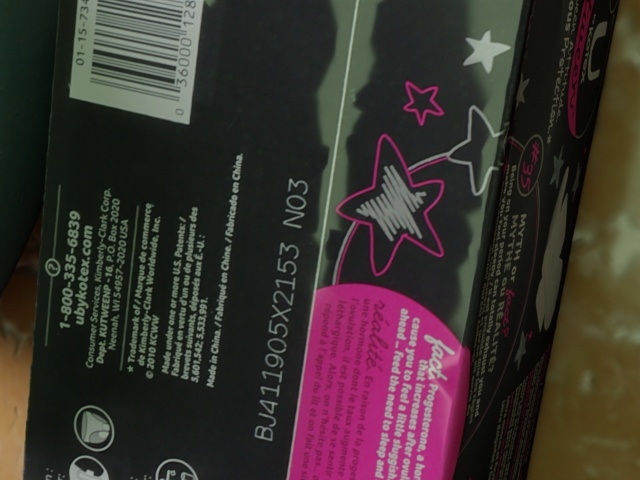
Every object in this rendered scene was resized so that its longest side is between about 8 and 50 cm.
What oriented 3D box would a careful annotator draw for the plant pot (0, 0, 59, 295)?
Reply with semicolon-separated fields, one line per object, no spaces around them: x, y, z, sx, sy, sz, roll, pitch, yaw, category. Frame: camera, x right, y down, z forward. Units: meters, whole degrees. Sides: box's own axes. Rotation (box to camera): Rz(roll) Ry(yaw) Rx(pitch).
-0.204;-0.088;0.488;0.290;0.290;0.195;40;78;10;plant pot

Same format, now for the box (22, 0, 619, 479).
0.000;0.000;0.468;0.163;0.142;0.247;14;106;21;box
